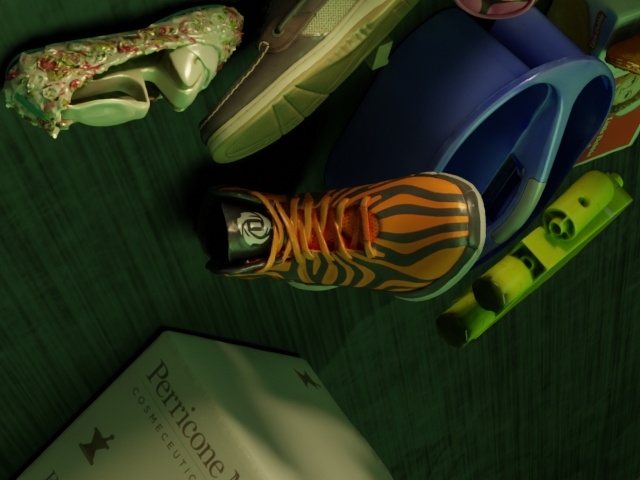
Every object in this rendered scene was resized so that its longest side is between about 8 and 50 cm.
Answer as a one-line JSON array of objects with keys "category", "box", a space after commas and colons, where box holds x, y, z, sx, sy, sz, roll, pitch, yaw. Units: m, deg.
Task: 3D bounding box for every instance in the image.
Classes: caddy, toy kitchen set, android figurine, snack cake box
[{"category": "caddy", "box": [0.163, -0.087, 1.853, 0.241, 0.179, 0.341, -11, 144, -41]}, {"category": "toy kitchen set", "box": [0.060, -0.197, 1.659, 0.083, 0.075, 0.068, -24, 153, -26]}, {"category": "android figurine", "box": [0.238, 0.012, 1.926, 0.273, 0.056, 0.248, -38, 172, -36]}, {"category": "snack cake box", "box": [0.311, -0.199, 1.955, 0.152, 0.089, 0.264, -22, 150, -31]}]

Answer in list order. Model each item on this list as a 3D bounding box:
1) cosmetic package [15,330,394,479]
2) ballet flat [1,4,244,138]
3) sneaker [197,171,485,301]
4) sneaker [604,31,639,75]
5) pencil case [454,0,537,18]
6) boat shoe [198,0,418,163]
[{"category": "cosmetic package", "box": [-0.139, 0.363, 2.048, 0.394, 0.329, 0.327, -45, 153, 15]}, {"category": "ballet flat", "box": [-0.153, -0.136, 1.494, 0.241, 0.077, 0.091, -20, 149, -33]}, {"category": "sneaker", "box": [0.000, 0.000, 1.723, 0.180, 0.125, 0.321, 4, 170, -42]}, {"category": "sneaker", "box": [0.355, -0.210, 1.841, 0.175, 0.064, 0.067, -20, 129, -42]}, {"category": "pencil case", "box": [0.182, -0.264, 1.589, 0.209, 0.098, 0.095, -53, 163, -56]}, {"category": "boat shoe", "box": [-0.008, -0.188, 1.563, 0.285, 0.092, 0.103, -44, 168, 5]}]
